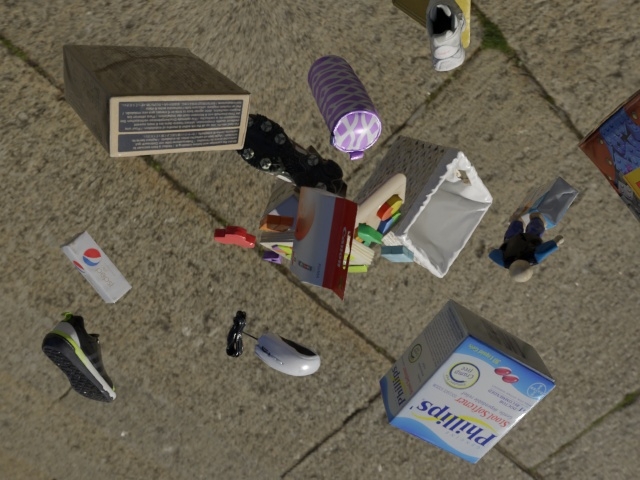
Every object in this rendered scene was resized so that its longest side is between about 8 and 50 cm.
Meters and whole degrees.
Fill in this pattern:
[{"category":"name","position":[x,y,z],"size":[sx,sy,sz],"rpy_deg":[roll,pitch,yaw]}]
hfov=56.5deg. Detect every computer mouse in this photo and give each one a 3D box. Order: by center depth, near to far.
[{"category":"computer mouse","position":[-0.092,0.215,1.161],"size":[0.192,0.042,0.106],"rpy_deg":[23,116,-1]}]

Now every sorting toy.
[{"category":"sorting toy","position":[0.107,-0.031,1.224],"size":[0.193,0.208,0.038],"rpy_deg":[-41,69,-7]}]

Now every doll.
[{"category":"doll","position":[0.358,0.009,1.039],"size":[0.129,0.189,0.046],"rpy_deg":[-9,115,30]}]

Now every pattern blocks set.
[{"category":"pattern blocks set","position":[-0.010,0.014,1.092],"size":[0.285,0.324,0.026],"rpy_deg":[24,68,-41]}]

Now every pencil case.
[{"category":"pencil case","position":[0.037,-0.223,0.975],"size":[0.086,0.206,0.088],"rpy_deg":[-13,135,-3]}]

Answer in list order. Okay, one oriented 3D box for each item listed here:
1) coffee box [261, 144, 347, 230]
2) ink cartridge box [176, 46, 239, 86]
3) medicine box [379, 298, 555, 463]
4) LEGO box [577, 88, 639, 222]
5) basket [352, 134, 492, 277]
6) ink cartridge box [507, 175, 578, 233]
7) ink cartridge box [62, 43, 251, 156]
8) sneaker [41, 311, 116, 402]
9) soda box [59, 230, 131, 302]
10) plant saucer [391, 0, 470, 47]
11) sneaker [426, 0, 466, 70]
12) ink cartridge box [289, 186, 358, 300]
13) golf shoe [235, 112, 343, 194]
[{"category":"coffee box","position":[-0.033,-0.105,1.575],"size":[0.118,0.297,0.168],"rpy_deg":[-35,112,25]},{"category":"ink cartridge box","position":[-0.315,-0.458,1.662],"size":[0.207,0.097,0.046],"rpy_deg":[28,102,-31]},{"category":"medicine box","position":[0.330,0.329,1.375],"size":[0.263,0.149,0.289],"rpy_deg":[29,111,-17]},{"category":"LEGO box","position":[0.573,-0.098,0.528],"size":[0.500,0.193,0.373],"rpy_deg":[-33,81,1]},{"category":"basket","position":[0.326,-0.119,1.920],"size":[0.331,0.266,0.328],"rpy_deg":[-55,138,-3]},{"category":"ink cartridge box","position":[0.515,-0.073,1.413],"size":[0.061,0.181,0.104],"rpy_deg":[39,77,1]},{"category":"ink cartridge box","position":[-0.239,-0.206,0.848],"size":[0.193,0.234,0.088],"rpy_deg":[-9,124,-33]},{"category":"sneaker","position":[-0.456,0.233,1.183],"size":[0.084,0.097,0.235],"rpy_deg":[6,136,19]},{"category":"soda box","position":[-0.653,0.079,1.733],"size":[0.074,0.069,0.216],"rpy_deg":[-47,113,-34]},{"category":"plant saucer","position":[0.262,-0.692,1.524],"size":[0.081,0.333,0.333],"rpy_deg":[-22,134,-11]},{"category":"sneaker","position":[0.276,-0.494,1.325],"size":[0.090,0.232,0.115],"rpy_deg":[-11,144,16]},{"category":"ink cartridge box","position":[0.000,0.000,0.909],"size":[0.045,0.179,0.146],"rpy_deg":[6,99,-16]},{"category":"golf shoe","position":[-0.076,-0.170,1.276],"size":[0.272,0.120,0.105],"rpy_deg":[34,89,7]}]
